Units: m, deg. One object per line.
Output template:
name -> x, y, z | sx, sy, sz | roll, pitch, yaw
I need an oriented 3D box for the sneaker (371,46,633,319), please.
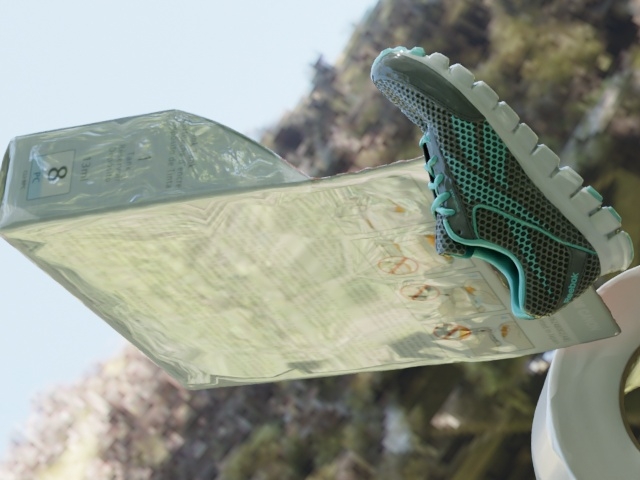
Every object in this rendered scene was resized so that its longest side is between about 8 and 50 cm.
sneaker -> 0.079, -0.028, 0.905 | 0.076, 0.166, 0.065 | -44, -8, -8

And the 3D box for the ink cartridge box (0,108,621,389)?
ink cartridge box -> 0.000, 0.000, 1.339 | 0.308, 0.385, 0.091 | 49, -142, -53

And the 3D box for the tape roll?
tape roll -> 0.302, 0.153, 1.471 | 0.246, 0.246, 0.169 | -48, -15, -14
